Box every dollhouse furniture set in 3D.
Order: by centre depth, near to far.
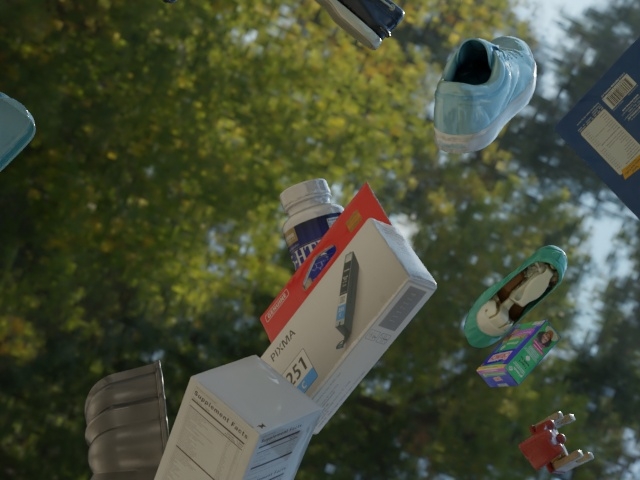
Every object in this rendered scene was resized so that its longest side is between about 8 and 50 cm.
[{"bbox_3d":[0.448,0.512,2.313,0.152,0.201,0.374,-35,-120,23],"label":"dollhouse furniture set"}]

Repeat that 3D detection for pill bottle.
[{"bbox_3d":[0.000,0.000,2.038,0.112,0.112,0.187,-42,-116,59],"label":"pill bottle"}]

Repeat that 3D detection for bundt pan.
[{"bbox_3d":[-0.294,0.355,1.909,0.331,0.124,0.331,175,-90,-81],"label":"bundt pan"}]

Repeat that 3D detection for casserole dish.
[{"bbox_3d":[-0.569,-0.185,2.135,0.188,0.114,0.037,-39,-153,27],"label":"casserole dish"}]

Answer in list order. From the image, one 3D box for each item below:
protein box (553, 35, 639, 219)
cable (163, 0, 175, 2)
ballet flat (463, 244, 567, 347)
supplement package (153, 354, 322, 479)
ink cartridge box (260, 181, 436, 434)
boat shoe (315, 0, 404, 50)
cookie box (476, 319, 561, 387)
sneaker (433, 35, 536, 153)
[{"bbox_3d":[0.496,-0.159,1.820,0.200,0.136,0.201,-48,-117,21],"label":"protein box"},{"bbox_3d":[-0.265,-0.437,1.804,0.047,0.184,0.150,-29,-138,5],"label":"cable"},{"bbox_3d":[0.339,0.106,2.203,0.247,0.083,0.087,-47,180,20],"label":"ballet flat"},{"bbox_3d":[-0.121,0.300,1.680,0.134,0.139,0.244,-14,133,-51],"label":"supplement package"},{"bbox_3d":[0.011,0.088,1.809,0.296,0.066,0.261,-53,-139,20],"label":"ink cartridge box"},{"bbox_3d":[0.008,-0.372,1.704,0.079,0.254,0.095,-49,-171,-4],"label":"boat shoe"},{"bbox_3d":[0.301,0.173,1.892,0.107,0.040,0.092,-45,-171,-21],"label":"cookie box"},{"bbox_3d":[0.294,-0.296,2.152,0.366,0.135,0.150,-58,152,-50],"label":"sneaker"}]
